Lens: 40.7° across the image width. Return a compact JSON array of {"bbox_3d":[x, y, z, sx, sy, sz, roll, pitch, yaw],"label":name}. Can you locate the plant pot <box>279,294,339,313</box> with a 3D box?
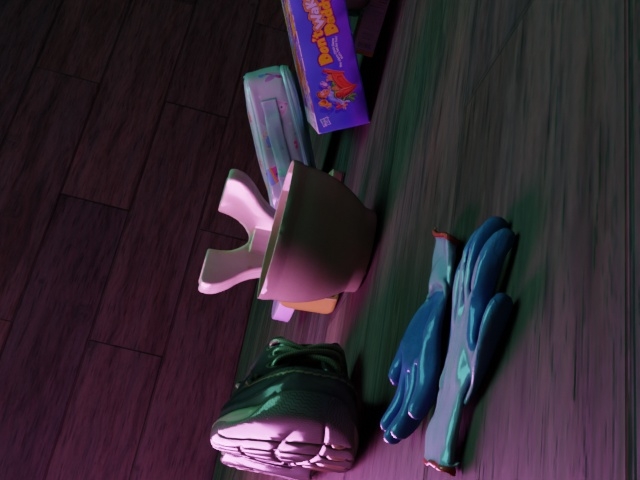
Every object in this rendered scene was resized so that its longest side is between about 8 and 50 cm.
[{"bbox_3d":[-0.014,0.054,1.125,0.083,0.082,0.081,94,-175,-60],"label":"plant pot"}]

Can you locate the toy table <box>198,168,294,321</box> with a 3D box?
[{"bbox_3d":[-0.098,0.007,1.395,0.252,0.161,0.274,-86,13,-57],"label":"toy table"}]

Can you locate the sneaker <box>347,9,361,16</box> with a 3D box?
[{"bbox_3d":[0.087,-0.508,1.509,0.086,0.085,0.237,1,-66,-68],"label":"sneaker"}]

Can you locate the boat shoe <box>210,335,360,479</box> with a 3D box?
[{"bbox_3d":[-0.036,0.157,0.854,0.355,0.132,0.130,124,159,-68],"label":"boat shoe"}]

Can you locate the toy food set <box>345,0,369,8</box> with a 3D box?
[{"bbox_3d":[0.069,-0.526,1.311,0.219,0.092,0.306,123,151,-44],"label":"toy food set"}]

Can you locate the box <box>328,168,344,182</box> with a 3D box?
[{"bbox_3d":[-0.004,-0.009,1.427,0.164,0.021,0.201,153,130,-82],"label":"box"}]

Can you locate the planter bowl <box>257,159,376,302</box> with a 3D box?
[{"bbox_3d":[0.000,0.000,0.977,0.162,0.109,0.162,-165,90,-83],"label":"planter bowl"}]

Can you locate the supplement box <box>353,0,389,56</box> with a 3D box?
[{"bbox_3d":[0.079,-0.352,1.391,0.062,0.036,0.098,-95,21,-68],"label":"supplement box"}]

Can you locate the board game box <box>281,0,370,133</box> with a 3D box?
[{"bbox_3d":[-0.001,-0.302,1.368,0.347,0.078,0.233,-108,5,-79],"label":"board game box"}]

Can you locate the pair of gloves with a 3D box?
[{"bbox_3d":[0.078,0.064,0.560,0.198,0.023,0.159,160,124,-83],"label":"pair of gloves"}]

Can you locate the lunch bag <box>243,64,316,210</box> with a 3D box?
[{"bbox_3d":[-0.070,-0.188,1.630,0.224,0.108,0.279,-128,25,-81],"label":"lunch bag"}]
